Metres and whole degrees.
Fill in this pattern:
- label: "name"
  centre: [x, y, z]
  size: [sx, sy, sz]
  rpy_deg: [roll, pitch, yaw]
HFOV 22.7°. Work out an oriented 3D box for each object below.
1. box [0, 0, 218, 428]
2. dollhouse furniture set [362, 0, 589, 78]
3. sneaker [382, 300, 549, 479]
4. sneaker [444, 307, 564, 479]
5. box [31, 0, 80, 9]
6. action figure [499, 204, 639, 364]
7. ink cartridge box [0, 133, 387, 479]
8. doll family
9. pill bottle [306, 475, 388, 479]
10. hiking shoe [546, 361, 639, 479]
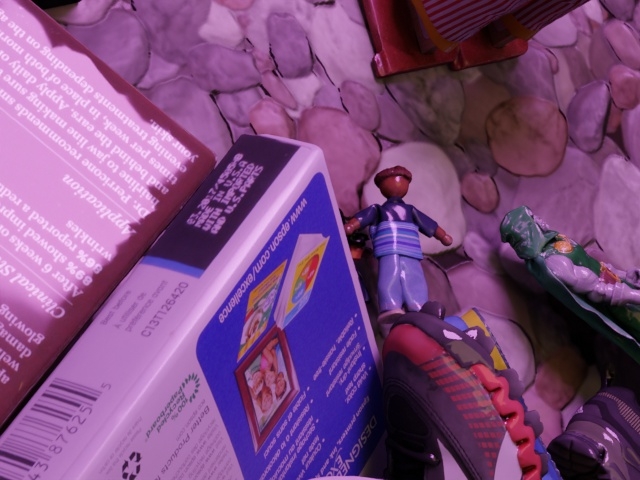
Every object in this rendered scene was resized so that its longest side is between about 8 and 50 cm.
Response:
- label: "box"
  centre: [-0.243, 0.043, 0.853]
  size: [0.191, 0.143, 0.381]
  rpy_deg: [41, 54, -5]
- label: "dollhouse furniture set"
  centre: [0.102, -0.328, 1.191]
  size: [0.152, 0.201, 0.374]
  rpy_deg: [-10, 79, -36]
- label: "sneaker"
  centre: [0.080, 0.180, 1.018]
  size: [0.135, 0.098, 0.276]
  rpy_deg: [-25, 109, -28]
- label: "sneaker"
  centre: [0.117, 0.152, 1.116]
  size: [0.082, 0.069, 0.209]
  rpy_deg: [-28, 99, -5]
- label: "box"
  centre: [-0.187, -0.198, 1.045]
  size: [0.062, 0.052, 0.083]
  rpy_deg: [-19, 82, -38]
- label: "action figure"
  centre: [0.228, 0.052, 1.197]
  size: [0.232, 0.137, 0.063]
  rpy_deg: [36, 99, -9]
- label: "ink cartridge box"
  centre: [-0.062, 0.148, 0.932]
  size: [0.303, 0.072, 0.307]
  rpy_deg: [-56, 147, -34]
- label: "doll family"
  centre: [0.000, 0.000, 1.085]
  size: [0.193, 0.076, 0.111]
  rpy_deg: [10, 63, -35]
- label: "pill bottle"
  centre: [0.021, 0.253, 0.931]
  size: [0.118, 0.118, 0.208]
  rpy_deg: [2, 102, -33]
- label: "hiking shoe"
  centre: [0.274, 0.192, 1.180]
  size: [0.227, 0.086, 0.114]
  rpy_deg: [45, 58, -10]
